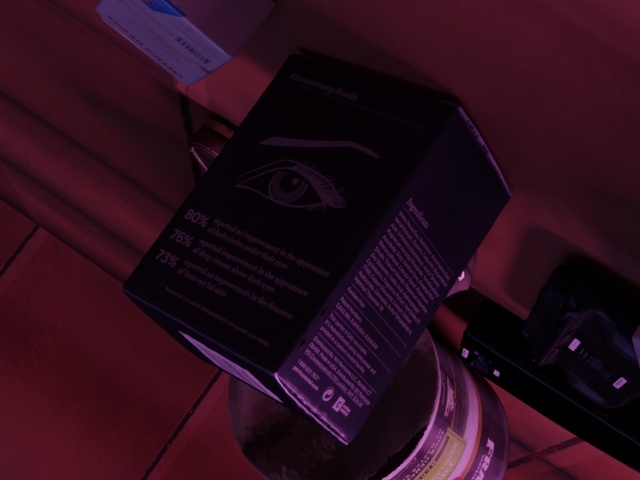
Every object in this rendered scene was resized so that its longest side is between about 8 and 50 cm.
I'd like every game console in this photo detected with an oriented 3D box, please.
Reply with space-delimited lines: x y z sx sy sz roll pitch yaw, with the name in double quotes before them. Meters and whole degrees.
"game console" 0.219 0.107 0.999 0.213 0.044 0.361 32 168 11

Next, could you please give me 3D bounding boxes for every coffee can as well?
"coffee can" 0.056 0.173 1.202 0.201 0.201 0.275 28 173 29

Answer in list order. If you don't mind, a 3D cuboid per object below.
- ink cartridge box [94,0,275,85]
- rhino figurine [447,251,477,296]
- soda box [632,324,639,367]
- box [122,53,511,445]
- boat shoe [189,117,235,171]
"ink cartridge box" -0.095 -0.157 0.829 0.088 0.052 0.122 39 165 -15
"rhino figurine" 0.044 0.001 0.997 0.106 0.073 0.243 42 167 -16
"soda box" 0.261 0.095 0.797 0.074 0.069 0.216 28 164 31
"box" 0.000 0.000 0.806 0.153 0.207 0.108 26 164 40
"boat shoe" -0.048 -0.024 1.137 0.207 0.073 0.073 43 168 -24
